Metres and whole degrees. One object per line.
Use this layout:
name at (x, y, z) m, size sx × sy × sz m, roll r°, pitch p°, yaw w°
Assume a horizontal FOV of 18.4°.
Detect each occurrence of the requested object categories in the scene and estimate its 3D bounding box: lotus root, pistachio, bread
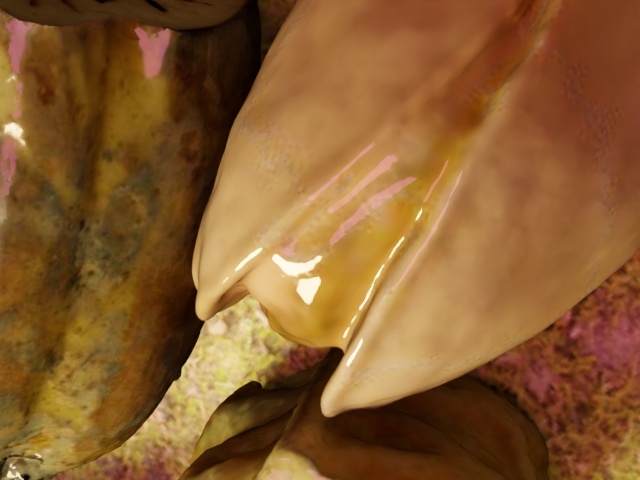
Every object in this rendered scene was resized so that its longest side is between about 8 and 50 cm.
lotus root at (-0.175, -0.019, 1.141) m, size 0.250 × 0.250 × 0.346 m, roll 18°, pitch 111°, yaw 11°
pistachio at (0.070, -0.054, 1.056) m, size 0.229 × 0.238 × 0.321 m, roll 38°, pitch 81°, yaw 8°
bread at (0.015, 0.178, 1.136) m, size 0.238 × 0.252 × 0.196 m, roll 26°, pitch 111°, yaw 11°
